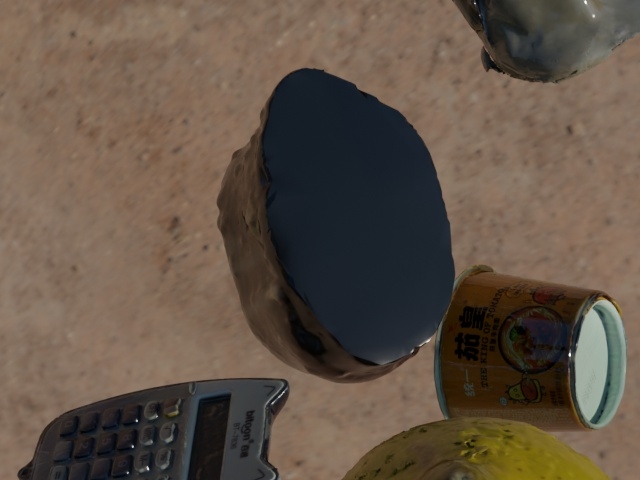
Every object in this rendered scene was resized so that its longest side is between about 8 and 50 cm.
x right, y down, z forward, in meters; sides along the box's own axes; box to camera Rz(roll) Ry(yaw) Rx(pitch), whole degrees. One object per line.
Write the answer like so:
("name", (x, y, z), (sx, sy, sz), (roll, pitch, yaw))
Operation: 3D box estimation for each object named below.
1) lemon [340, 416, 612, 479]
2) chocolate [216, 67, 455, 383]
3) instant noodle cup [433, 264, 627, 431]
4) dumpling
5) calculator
("lemon", (0.106, 0.250, 1.124), (0.258, 0.258, 0.310), (-35, 133, -25))
("chocolate", (0.000, 0.000, 1.932), (0.225, 0.210, 0.340), (-8, 77, -29))
("instant noodle cup", (0.257, 0.138, 2.057), (0.216, 0.172, 0.216), (-6, 97, -58))
("dumpling", (0.186, -0.272, 1.451), (0.163, 0.204, 0.293), (24, 49, -45))
("calculator", (-0.160, 0.204, 1.625), (0.268, 0.040, 0.177), (-7, 38, 11))
